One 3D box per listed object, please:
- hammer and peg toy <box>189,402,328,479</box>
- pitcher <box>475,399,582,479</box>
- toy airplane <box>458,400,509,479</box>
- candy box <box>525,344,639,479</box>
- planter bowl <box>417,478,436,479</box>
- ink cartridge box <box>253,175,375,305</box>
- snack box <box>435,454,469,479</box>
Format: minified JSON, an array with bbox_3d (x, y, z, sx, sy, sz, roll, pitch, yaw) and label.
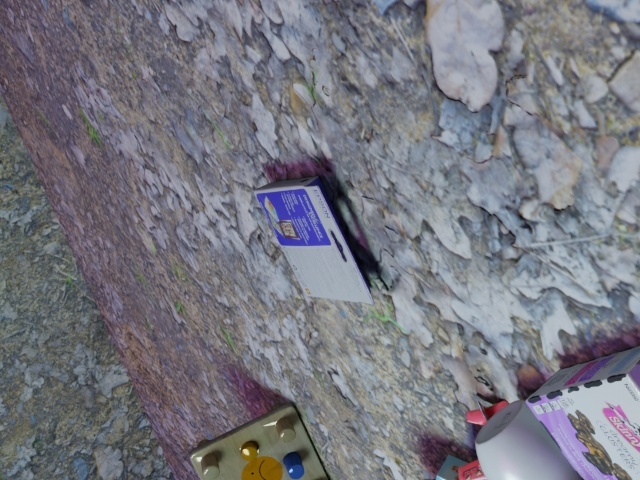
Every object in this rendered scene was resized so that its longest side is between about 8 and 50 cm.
[{"bbox_3d":[-0.106,0.561,1.909,0.361,0.266,0.127,66,174,-21],"label":"hammer and peg toy"},{"bbox_3d":[0.285,0.321,1.098,0.207,0.125,0.178,47,136,1],"label":"pitcher"},{"bbox_3d":[0.252,0.291,1.186,0.151,0.028,0.151,5,102,25],"label":"toy airplane"},{"bbox_3d":[0.349,0.212,0.941,0.165,0.070,0.196,54,154,5],"label":"candy box"},{"bbox_3d":[0.211,0.460,1.391,0.217,0.090,0.217,14,122,24],"label":"planter bowl"},{"bbox_3d":[0.000,0.000,1.313,0.208,0.045,0.206,3,122,59],"label":"ink cartridge box"},{"bbox_3d":[0.246,0.494,1.292,0.187,0.060,0.322,19,123,21],"label":"snack box"}]
